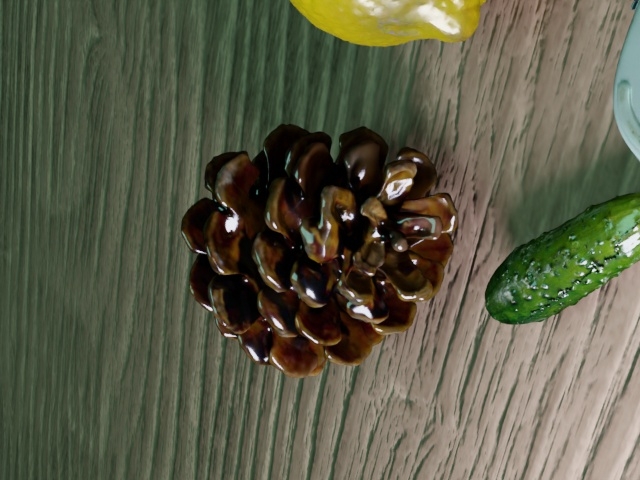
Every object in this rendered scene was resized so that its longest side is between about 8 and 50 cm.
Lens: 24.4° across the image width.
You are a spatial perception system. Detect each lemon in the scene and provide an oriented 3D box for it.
[{"bbox_3d":[0.052,-0.274,1.201,0.253,0.228,0.228,59,144,33],"label":"lemon"}]

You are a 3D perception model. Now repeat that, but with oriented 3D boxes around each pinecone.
[{"bbox_3d":[0.000,0.000,1.403,0.309,0.244,0.244,-19,83,45],"label":"pinecone"}]

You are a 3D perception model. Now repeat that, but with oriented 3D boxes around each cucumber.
[{"bbox_3d":[0.207,0.013,1.193,0.227,0.069,0.069,-39,66,54],"label":"cucumber"}]

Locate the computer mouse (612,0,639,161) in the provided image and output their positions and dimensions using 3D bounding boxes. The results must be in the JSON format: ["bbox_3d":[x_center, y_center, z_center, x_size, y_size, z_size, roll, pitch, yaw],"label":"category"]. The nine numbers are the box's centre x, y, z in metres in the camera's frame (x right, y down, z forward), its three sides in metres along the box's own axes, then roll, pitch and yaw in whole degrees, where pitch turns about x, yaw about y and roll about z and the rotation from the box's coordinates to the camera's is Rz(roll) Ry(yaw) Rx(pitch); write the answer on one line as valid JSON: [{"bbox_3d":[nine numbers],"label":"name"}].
[{"bbox_3d":[0.293,-0.150,0.958,0.159,0.097,0.288,49,127,44],"label":"computer mouse"}]
